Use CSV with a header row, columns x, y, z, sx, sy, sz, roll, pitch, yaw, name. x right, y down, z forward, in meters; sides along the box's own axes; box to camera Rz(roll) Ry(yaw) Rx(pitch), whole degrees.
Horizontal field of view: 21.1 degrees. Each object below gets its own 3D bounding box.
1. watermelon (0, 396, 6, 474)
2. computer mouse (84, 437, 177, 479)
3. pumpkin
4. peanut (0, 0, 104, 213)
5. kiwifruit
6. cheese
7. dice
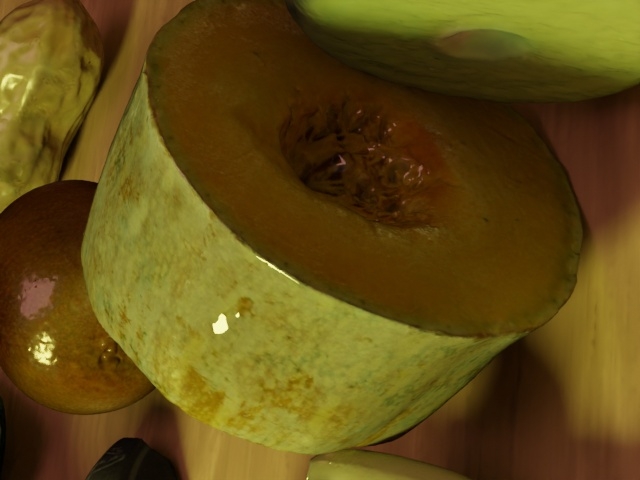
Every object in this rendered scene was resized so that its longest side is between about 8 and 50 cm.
x,y,z,sx,sy,sz,roll,pitch,yaw,name
-0.482,0.246,1.790,0.250,0.293,0.283,-159,89,-85,watermelon
-0.182,0.280,1.495,0.126,0.071,0.231,-27,53,45,computer mouse
0.000,0.000,1.199,0.199,0.332,0.332,-60,33,38,pumpkin
-0.331,-0.122,1.849,0.313,0.152,0.152,-59,35,9,peanut
-0.223,0.047,1.569,0.234,0.196,0.196,38,104,52,kiwifruit
0.105,0.188,1.132,0.235,0.127,0.050,-10,29,40,cheese
0.122,-0.242,1.128,0.252,0.254,0.249,138,140,-70,dice
